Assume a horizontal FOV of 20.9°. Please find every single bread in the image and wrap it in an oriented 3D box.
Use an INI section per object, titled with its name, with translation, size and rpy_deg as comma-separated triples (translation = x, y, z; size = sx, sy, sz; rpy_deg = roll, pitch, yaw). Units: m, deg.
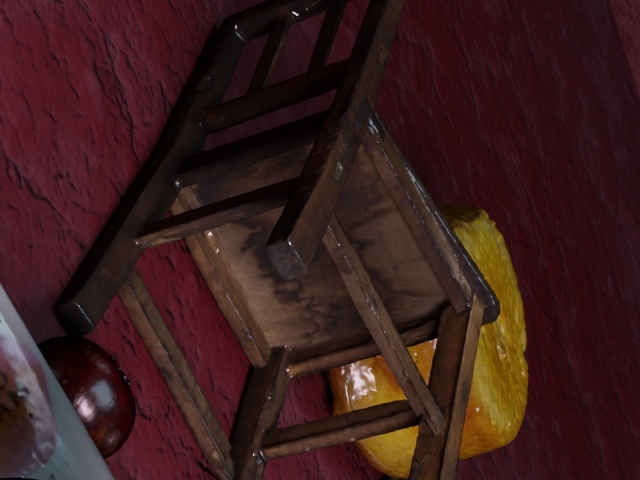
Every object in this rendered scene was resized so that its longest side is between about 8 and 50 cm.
[bread]
translation = 0.090, 0.082, 1.508
size = 0.268, 0.145, 0.268
rpy_deg = -12, 90, -68

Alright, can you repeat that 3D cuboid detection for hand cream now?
[hand cream]
translation = -0.161, 0.141, 0.953
size = 0.124, 0.077, 0.341
rpy_deg = -44, 125, -24

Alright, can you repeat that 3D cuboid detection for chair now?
[chair]
translation = 0.000, 0.000, 1.282
size = 0.241, 0.203, 0.416
rpy_deg = 60, 28, -24

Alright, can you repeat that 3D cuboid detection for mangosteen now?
[mangosteen]
translation = -0.150, 0.096, 1.026
size = 0.081, 0.081, 0.081
rpy_deg = 47, 36, -50

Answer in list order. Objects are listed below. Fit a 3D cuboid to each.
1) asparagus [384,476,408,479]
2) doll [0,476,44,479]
[asparagus]
translation = 0.091, 0.203, 1.584
size = 0.036, 0.030, 0.165
rpy_deg = 59, 24, -4
[doll]
translation = -0.148, 0.170, 0.800
size = 0.135, 0.234, 0.144
rpy_deg = -21, 100, -47
